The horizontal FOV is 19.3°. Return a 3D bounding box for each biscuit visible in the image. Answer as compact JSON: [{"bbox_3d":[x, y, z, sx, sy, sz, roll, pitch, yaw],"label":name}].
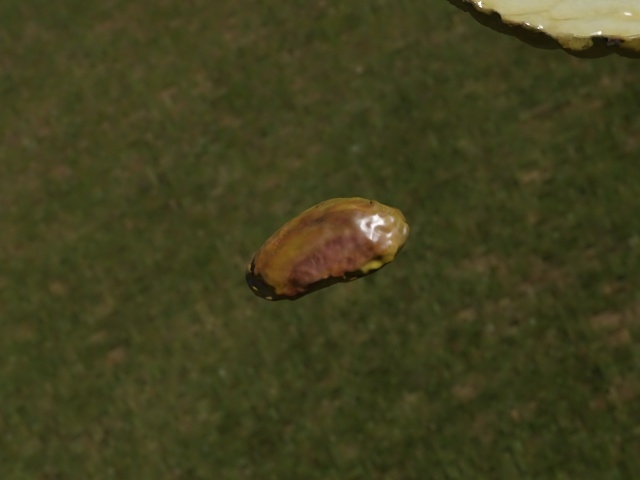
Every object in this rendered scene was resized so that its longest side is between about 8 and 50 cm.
[{"bbox_3d":[0.163,-0.202,1.339,0.187,0.036,0.273,-20,48,-22],"label":"biscuit"}]

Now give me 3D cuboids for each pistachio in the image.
[{"bbox_3d":[0.000,0.000,1.842,0.173,0.049,0.090,-19,52,9],"label":"pistachio"}]
